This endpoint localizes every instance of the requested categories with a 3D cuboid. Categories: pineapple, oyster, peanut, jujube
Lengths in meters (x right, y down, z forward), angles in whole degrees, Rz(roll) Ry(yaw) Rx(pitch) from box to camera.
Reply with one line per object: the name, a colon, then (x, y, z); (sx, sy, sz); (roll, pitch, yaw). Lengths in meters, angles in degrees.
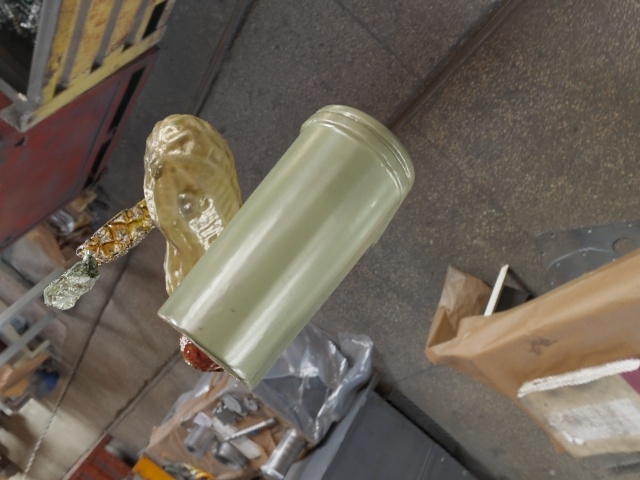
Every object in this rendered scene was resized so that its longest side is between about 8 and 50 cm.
pineapple: (-0.437, -0.016, 1.195); (0.076, 0.225, 0.224); (51, 138, -9)
oyster: (-0.315, 0.057, 0.684); (0.037, 0.098, 0.100); (43, 179, -6)
peanut: (-0.190, -0.028, 0.827); (0.140, 0.153, 0.326); (5, 110, 17)
jujube: (-0.250, 0.258, 1.515); (0.197, 0.290, 0.197); (156, 90, -87)

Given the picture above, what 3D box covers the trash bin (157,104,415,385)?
trash bin: (-0.034, 0.019, 0.548); (0.121, 0.247, 0.243); (37, 164, 6)
